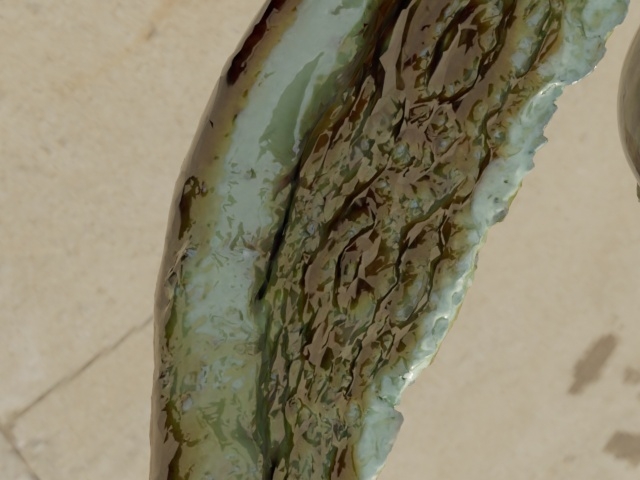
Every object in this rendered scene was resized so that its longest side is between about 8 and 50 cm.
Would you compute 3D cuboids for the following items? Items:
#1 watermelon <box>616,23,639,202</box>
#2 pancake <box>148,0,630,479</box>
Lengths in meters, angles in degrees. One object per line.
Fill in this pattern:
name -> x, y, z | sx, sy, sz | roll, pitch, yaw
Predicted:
watermelon -> 0.277, -0.079, 0.882 | 0.212, 0.212, 0.212 | -17, 124, -28
pancake -> -0.002, -0.001, 0.757 | 0.067, 0.305, 0.427 | 25, 85, -29
